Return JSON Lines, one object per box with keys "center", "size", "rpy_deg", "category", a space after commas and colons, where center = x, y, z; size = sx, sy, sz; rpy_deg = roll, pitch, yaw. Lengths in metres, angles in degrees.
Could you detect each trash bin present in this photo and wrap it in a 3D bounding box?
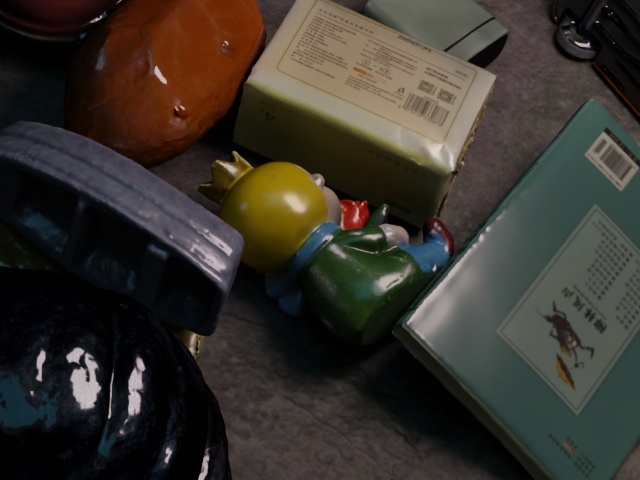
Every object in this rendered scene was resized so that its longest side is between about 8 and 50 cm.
{"center": [0.127, -0.237, 1.849], "size": [0.130, 0.059, 0.116], "rpy_deg": [43, 56, 16], "category": "trash bin"}

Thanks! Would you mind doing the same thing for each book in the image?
{"center": [0.265, 0.058, 1.661], "size": [0.264, 0.031, 0.379], "rpy_deg": [47, 57, -4], "category": "book"}

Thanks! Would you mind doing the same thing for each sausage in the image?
{"center": [-0.156, -0.174, 1.662], "size": [0.153, 0.141, 0.268], "rpy_deg": [50, 42, -14], "category": "sausage"}

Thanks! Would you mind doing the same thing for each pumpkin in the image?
{"center": [-0.252, 0.181, 1.302], "size": [0.363, 0.363, 0.266], "rpy_deg": [12, 43, -6], "category": "pumpkin"}

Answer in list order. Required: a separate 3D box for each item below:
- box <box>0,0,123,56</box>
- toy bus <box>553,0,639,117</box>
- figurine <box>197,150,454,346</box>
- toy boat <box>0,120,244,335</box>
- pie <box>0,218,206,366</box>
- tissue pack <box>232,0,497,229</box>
{"center": [-0.254, -0.370, 1.814], "size": [0.263, 0.108, 0.404], "rpy_deg": [35, 56, 10], "category": "box"}
{"center": [0.413, -0.200, 1.850], "size": [0.153, 0.143, 0.329], "rpy_deg": [-22, 63, -36], "category": "toy bus"}
{"center": [0.005, -0.012, 1.641], "size": [0.234, 0.127, 0.185], "rpy_deg": [38, 52, 24], "category": "figurine"}
{"center": [-0.200, -0.019, 1.502], "size": [0.283, 0.127, 0.078], "rpy_deg": [31, 54, 6], "category": "toy boat"}
{"center": [-0.236, 0.052, 1.565], "size": [0.306, 0.071, 0.306], "rpy_deg": [7, 57, -11], "category": "pie"}
{"center": [0.047, -0.136, 1.723], "size": [0.234, 0.125, 0.159], "rpy_deg": [24, 54, 4], "category": "tissue pack"}
